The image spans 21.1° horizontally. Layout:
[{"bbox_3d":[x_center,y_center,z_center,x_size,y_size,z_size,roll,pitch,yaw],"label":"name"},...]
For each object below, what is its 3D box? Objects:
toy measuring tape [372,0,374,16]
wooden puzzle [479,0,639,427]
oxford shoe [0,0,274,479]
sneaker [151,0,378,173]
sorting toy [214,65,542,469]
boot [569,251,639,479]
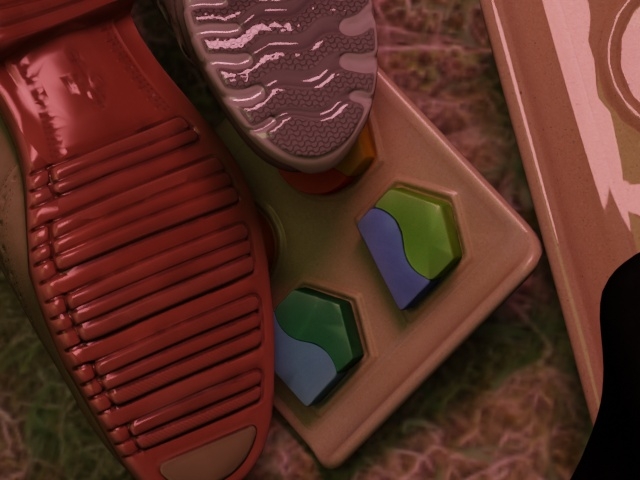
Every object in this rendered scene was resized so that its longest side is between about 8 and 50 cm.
[{"bbox_3d":[-0.015,-0.221,1.070,0.121,0.121,0.330,4,88,15],"label":"toy measuring tape"},{"bbox_3d":[0.292,-0.048,0.966,0.348,0.080,0.322,-14,74,5],"label":"wooden puzzle"},{"bbox_3d":[-0.143,-0.032,1.010,0.140,0.146,0.397,-16,84,-32],"label":"oxford shoe"},{"bbox_3d":[-0.045,-0.147,1.000,0.105,0.115,0.281,-16,61,-14],"label":"sneaker"},{"bbox_3d":[0.000,0.000,1.006,0.193,0.038,0.208,-47,70,20],"label":"sorting toy"},{"bbox_3d":[0.101,0.162,0.859,0.260,0.131,0.348,-5,110,11],"label":"boot"}]
